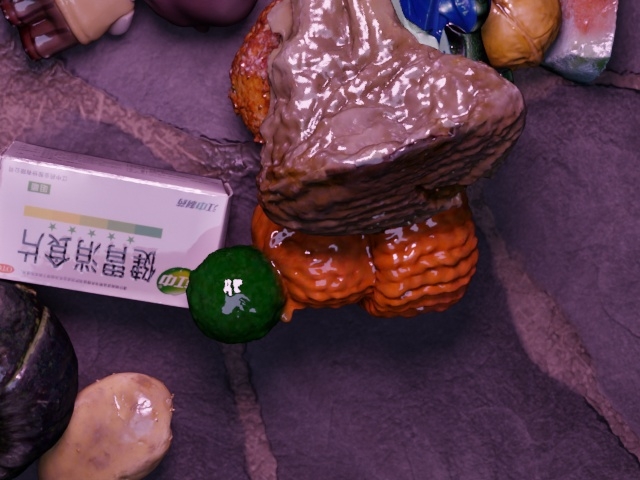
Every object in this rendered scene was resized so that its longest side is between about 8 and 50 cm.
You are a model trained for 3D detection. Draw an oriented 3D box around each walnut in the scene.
[{"bbox_3d":[0.259,-0.309,1.822,0.159,0.206,0.159,-1,86,11],"label":"walnut"}]

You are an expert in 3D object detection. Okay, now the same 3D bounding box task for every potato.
[{"bbox_3d":[-0.306,0.292,1.916,0.161,0.128,0.235,32,100,4],"label":"potato"}]

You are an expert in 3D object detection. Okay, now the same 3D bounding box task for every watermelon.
[{"bbox_3d":[0.383,-0.355,1.873,0.094,0.154,0.241,14,86,-10],"label":"watermelon"}]

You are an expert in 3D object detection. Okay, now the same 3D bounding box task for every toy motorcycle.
[{"bbox_3d":[0.163,-0.299,1.683,0.125,0.196,0.331,-25,111,-36],"label":"toy motorcycle"}]

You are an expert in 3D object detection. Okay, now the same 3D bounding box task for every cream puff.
[{"bbox_3d":[-0.035,-0.237,1.782,0.164,0.240,0.240,23,98,-23],"label":"cream puff"}]

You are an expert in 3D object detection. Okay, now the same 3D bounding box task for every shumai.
[{"bbox_3d":[0.057,-0.171,1.622,0.346,0.217,0.283,-27,65,7],"label":"shumai"}]

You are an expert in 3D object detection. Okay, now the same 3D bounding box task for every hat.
[{"bbox_3d":[0.000,0.000,1.813,0.400,0.285,0.285,-16,103,-6],"label":"hat"}]

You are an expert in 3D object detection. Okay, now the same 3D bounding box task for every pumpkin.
[{"bbox_3d":[-0.495,0.196,1.802,0.323,0.241,0.323,-4,116,-9],"label":"pumpkin"}]

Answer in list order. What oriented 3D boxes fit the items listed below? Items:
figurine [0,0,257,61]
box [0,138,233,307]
[{"bbox_3d":[-0.239,-0.363,1.777,0.365,0.206,0.218,-15,110,18],"label":"figurine"},{"bbox_3d":[-0.293,-0.020,1.838,0.332,0.145,0.173,10,102,-10],"label":"box"}]
